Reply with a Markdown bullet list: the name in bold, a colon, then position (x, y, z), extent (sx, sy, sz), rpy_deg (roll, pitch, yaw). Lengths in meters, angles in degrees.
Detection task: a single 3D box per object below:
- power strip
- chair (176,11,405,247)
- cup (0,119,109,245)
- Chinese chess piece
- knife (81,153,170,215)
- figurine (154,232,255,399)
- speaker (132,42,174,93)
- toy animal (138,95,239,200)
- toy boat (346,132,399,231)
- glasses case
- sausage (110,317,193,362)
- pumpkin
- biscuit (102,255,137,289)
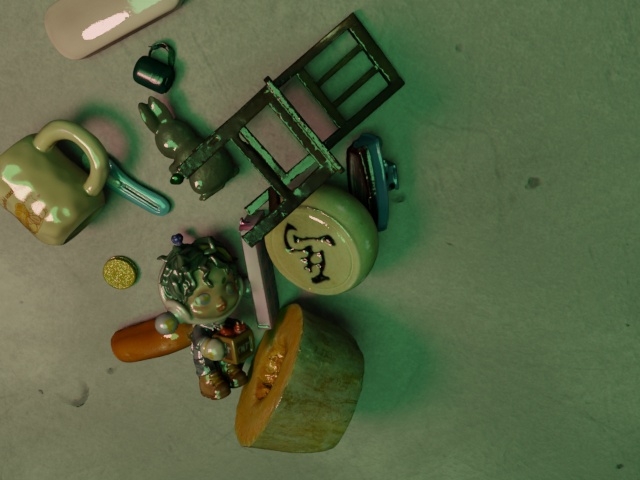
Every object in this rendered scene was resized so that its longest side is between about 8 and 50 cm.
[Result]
- **power strip**: position (-0.136, 0.069, 1.312), extent (0.037, 0.109, 0.279), rpy_deg (-4, 113, 9)
- **chair**: position (-0.032, -0.216, 1.055), extent (0.416, 0.240, 0.203), rpy_deg (-40, 104, 6)
- **cup**: position (-0.560, -0.133, 1.249), extent (0.202, 0.173, 0.255), rpy_deg (44, 91, -11)
- **Chinese chess piece**: position (0.000, 0.000, 1.231), extent (0.250, 0.101, 0.250), rpy_deg (16, 130, 20)
- **knife**: position (-0.438, -0.125, 1.301), extent (0.222, 0.031, 0.064), rpy_deg (34, 114, -9)
- **figurine**: position (-0.253, 0.170, 1.308), extent (0.186, 0.261, 0.382), rpy_deg (-4, 105, 32)
- **speaker**: position (-0.334, -0.354, 1.184), extent (0.075, 0.060, 0.094), rpy_deg (25, 79, -5)
- **toy animal**: position (-0.284, -0.196, 1.226), extent (0.138, 0.108, 0.236), rpy_deg (-34, 93, -11)
- **toy boat**: position (0.116, -0.118, 1.221), extent (0.097, 0.100, 0.223), rpy_deg (-23, 121, -23)
- **glasses case**: position (-0.404, -0.455, 1.129), extent (0.297, 0.075, 0.113), rpy_deg (-21, 109, 14)
- **sausage**: position (-0.410, 0.244, 1.430), extent (0.238, 0.098, 0.098), rpy_deg (-17, 111, 14)
- **pumpkin**: position (-0.043, 0.333, 1.318), extent (0.199, 0.332, 0.332), rpy_deg (28, 114, -18)
- **biscuit**: position (-0.486, 0.079, 1.400), extent (0.084, 0.023, 0.084), rpy_deg (2, 114, 5)
